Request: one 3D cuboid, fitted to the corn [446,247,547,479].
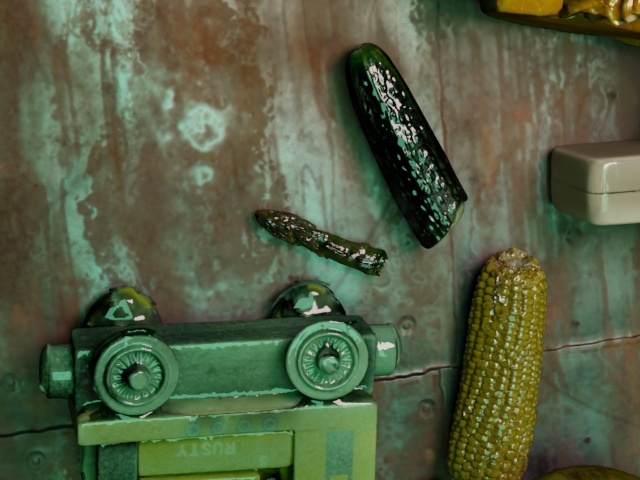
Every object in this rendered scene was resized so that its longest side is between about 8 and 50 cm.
[{"bbox_3d":[0.209,0.156,1.820,0.106,0.106,0.293,6,100,-14],"label":"corn"}]

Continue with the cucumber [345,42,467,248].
[{"bbox_3d":[0.091,-0.107,1.756,0.074,0.074,0.241,-30,104,-6],"label":"cucumber"}]

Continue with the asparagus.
[{"bbox_3d":[0.000,0.000,1.778,0.165,0.030,0.036,23,119,-18],"label":"asparagus"}]

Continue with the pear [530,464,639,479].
[{"bbox_3d":[0.287,0.391,1.769,0.375,0.287,0.287,20,97,-55],"label":"pear"}]

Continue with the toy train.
[{"bbox_3d":[-0.106,0.185,1.730,0.397,0.160,0.253,-2,107,-13],"label":"toy train"}]

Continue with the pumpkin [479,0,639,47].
[{"bbox_3d":[0.300,-0.327,1.669,0.303,0.256,0.225,11,98,-6],"label":"pumpkin"}]

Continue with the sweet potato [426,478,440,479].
[{"bbox_3d":[0.034,0.357,1.844,0.265,0.057,0.057,-26,105,-11],"label":"sweet potato"}]

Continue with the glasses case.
[{"bbox_3d":[0.440,-0.075,1.807,0.337,0.144,0.076,-5,101,-11],"label":"glasses case"}]
